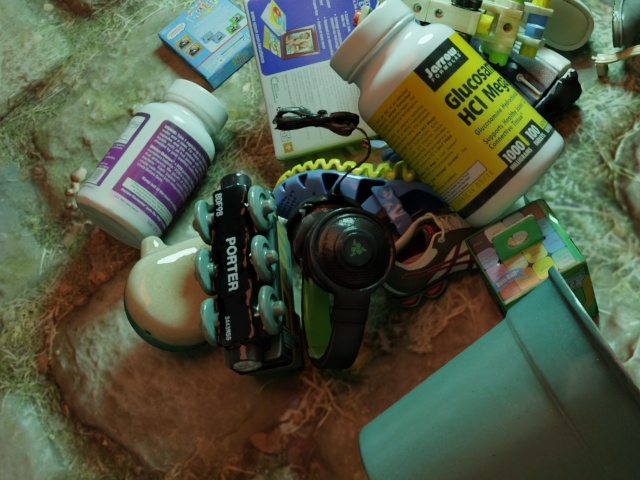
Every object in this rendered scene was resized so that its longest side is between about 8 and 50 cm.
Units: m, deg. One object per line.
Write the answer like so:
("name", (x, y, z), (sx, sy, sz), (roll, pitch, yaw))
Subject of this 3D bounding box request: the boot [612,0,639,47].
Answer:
("boot", (0.597, -0.380, 1.628), (0.208, 0.076, 0.189), (7, 44, 21))

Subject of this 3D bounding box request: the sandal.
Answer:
("sandal", (0.060, -0.056, 1.641), (0.317, 0.126, 0.138), (-1, 63, 24))

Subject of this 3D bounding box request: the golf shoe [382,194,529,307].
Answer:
("golf shoe", (0.212, -0.001, 1.541), (0.273, 0.120, 0.105), (-35, 51, -2))

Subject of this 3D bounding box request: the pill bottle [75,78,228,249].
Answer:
("pill bottle", (-0.302, -0.145, 1.818), (0.169, 0.169, 0.301), (22, 71, 32))

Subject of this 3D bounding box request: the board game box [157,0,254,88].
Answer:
("board game box", (-0.222, -0.424, 2.040), (0.160, 0.039, 0.211), (-42, 54, -6))

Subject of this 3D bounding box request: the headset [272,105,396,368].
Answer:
("headset", (0.000, 0.000, 1.481), (0.185, 0.394, 0.243), (4, 12, -14))

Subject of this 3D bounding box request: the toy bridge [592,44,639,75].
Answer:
("toy bridge", (0.543, -0.295, 1.619), (0.188, 0.063, 0.026), (8, 63, 26))

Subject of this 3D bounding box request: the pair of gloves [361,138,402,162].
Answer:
("pair of gloves", (0.160, -0.153, 1.640), (0.159, 0.023, 0.198), (-4, 15, -17))

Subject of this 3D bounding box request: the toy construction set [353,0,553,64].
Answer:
("toy construction set", (0.201, -0.367, 1.580), (0.328, 0.151, 0.215), (5, 20, 18))

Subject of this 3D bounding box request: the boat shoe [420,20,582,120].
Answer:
("boat shoe", (0.266, -0.294, 1.692), (0.158, 0.127, 0.340), (-43, 54, -16))

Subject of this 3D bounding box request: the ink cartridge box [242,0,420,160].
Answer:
("ink cartridge box", (0.038, -0.324, 1.758), (0.307, 0.072, 0.303), (-12, 89, 13))

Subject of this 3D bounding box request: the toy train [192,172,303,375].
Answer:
("toy train", (-0.111, 0.061, 1.575), (0.142, 0.190, 0.334), (-15, 63, 15))

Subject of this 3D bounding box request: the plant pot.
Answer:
("plant pot", (0.252, 0.263, 1.248), (0.334, 0.341, 0.341), (-34, 52, 11))

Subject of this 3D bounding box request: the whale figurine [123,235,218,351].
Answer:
("whale figurine", (-0.220, 0.073, 1.680), (0.216, 0.141, 0.272), (34, 52, 1))

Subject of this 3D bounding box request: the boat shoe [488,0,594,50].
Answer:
("boat shoe", (0.331, -0.464, 1.700), (0.340, 0.127, 0.113), (32, 33, -1))

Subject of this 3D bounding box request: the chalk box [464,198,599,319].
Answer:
("chalk box", (0.303, 0.042, 1.413), (0.132, 0.213, 0.132), (-29, 54, 5))

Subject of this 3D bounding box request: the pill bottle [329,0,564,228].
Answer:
("pill bottle", (0.179, -0.193, 1.445), (0.334, 0.188, 0.188), (44, 81, 0))
